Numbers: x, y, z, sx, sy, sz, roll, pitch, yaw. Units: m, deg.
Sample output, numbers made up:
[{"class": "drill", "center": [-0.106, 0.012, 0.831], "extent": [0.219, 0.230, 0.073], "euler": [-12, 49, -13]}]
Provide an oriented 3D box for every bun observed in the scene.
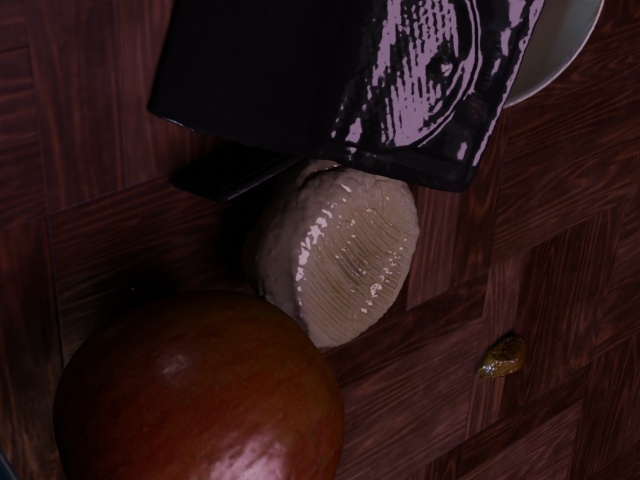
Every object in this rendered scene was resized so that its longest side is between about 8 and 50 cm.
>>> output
[{"class": "bun", "center": [0.000, 0.000, 1.170], "extent": [0.220, 0.134, 0.220], "euler": [-22, 124, -39]}]

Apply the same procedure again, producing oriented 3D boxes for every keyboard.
[{"class": "keyboard", "center": [-0.057, -0.082, 1.081], "extent": [0.381, 0.103, 0.041], "euler": [-39, 123, -25]}]

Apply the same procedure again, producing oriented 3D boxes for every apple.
[{"class": "apple", "center": [-0.108, 0.188, 1.051], "extent": [0.302, 0.302, 0.301], "euler": [-26, 132, -33]}]

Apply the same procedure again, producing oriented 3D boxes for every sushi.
[{"class": "sushi", "center": [0.283, 0.181, 1.658], "extent": [0.099, 0.050, 0.047], "euler": [-27, 140, -17]}]

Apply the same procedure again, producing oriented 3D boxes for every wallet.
[{"class": "wallet", "center": [0.027, -0.184, 1.005], "extent": [0.323, 0.041, 0.247], "euler": [16, 106, -7]}]

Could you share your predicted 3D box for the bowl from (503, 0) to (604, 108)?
[{"class": "bowl", "center": [0.131, -0.272, 1.072], "extent": [0.277, 0.145, 0.276], "euler": [-1, 111, -3]}]

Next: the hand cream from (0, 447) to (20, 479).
[{"class": "hand cream", "center": [-0.284, 0.234, 0.962], "extent": [0.048, 0.224, 0.083], "euler": [-46, 162, 19]}]
